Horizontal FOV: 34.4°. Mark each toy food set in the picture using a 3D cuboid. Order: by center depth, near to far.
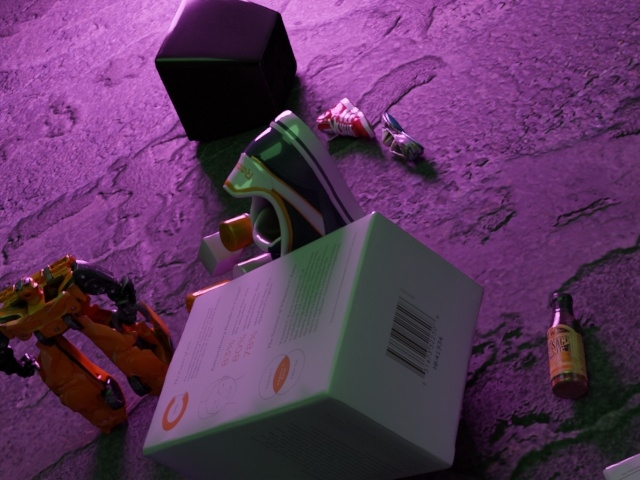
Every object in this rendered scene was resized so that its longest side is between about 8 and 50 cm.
[{"bbox_3d":[-0.091,0.047,1.357,0.104,0.232,0.111,-22,65,-32],"label":"toy food set"}]

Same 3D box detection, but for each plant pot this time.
[{"bbox_3d":[-0.143,-0.290,1.717,0.167,0.187,0.188,4,53,20],"label":"plant pot"}]

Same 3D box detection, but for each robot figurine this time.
[{"bbox_3d":[-0.302,0.131,1.335,0.211,0.291,0.085,-28,42,5],"label":"robot figurine"}]

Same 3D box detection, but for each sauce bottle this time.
[{"bbox_3d":[0.277,0.117,1.174,0.042,0.042,0.128,-15,44,20],"label":"sauce bottle"}]

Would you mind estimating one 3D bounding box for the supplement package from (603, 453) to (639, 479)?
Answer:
[{"bbox_3d":[0.388,0.293,0.825,0.198,0.199,0.263,-27,43,8],"label":"supplement package"}]

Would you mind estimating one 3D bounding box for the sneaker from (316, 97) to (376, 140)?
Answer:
[{"bbox_3d":[0.037,-0.174,1.589,0.067,0.042,0.118,-32,34,-4],"label":"sneaker"}]

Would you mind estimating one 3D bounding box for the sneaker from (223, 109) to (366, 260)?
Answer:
[{"bbox_3d":[0.000,0.000,1.249,0.127,0.321,0.126,-42,31,-8],"label":"sneaker"}]

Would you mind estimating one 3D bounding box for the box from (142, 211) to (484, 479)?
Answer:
[{"bbox_3d":[-0.014,0.145,1.137,0.345,0.168,0.215,-25,40,47],"label":"box"}]

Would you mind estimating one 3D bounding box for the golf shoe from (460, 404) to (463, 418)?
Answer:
[{"bbox_3d":[0.074,0.201,1.191,0.176,0.086,0.069,-32,44,4],"label":"golf shoe"}]

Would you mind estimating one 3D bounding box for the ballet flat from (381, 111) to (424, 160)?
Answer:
[{"bbox_3d":[0.111,-0.150,1.526,0.041,0.041,0.114,-35,41,-1],"label":"ballet flat"}]
